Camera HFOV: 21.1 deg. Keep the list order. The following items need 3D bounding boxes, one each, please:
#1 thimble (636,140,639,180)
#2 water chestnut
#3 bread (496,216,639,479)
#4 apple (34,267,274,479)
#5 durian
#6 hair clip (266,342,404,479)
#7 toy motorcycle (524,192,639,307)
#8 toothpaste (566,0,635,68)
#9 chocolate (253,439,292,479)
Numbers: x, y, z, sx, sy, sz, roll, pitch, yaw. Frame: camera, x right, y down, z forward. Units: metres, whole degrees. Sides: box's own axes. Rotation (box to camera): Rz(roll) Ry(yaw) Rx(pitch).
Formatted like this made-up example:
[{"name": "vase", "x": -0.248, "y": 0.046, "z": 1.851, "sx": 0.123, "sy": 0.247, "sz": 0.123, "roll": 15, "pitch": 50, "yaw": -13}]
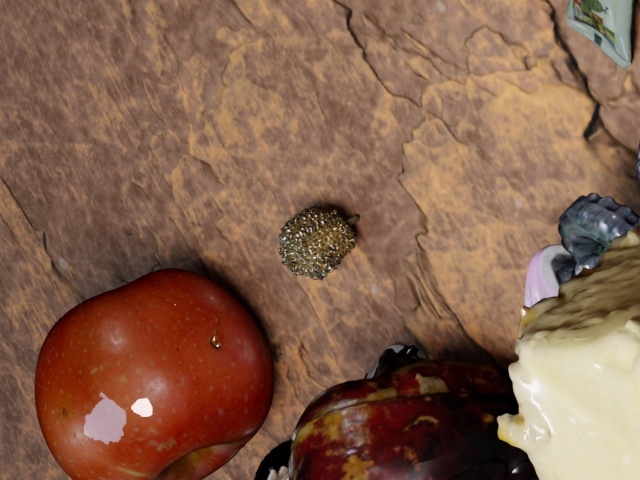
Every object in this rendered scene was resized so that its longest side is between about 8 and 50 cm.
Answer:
[{"name": "thimble", "x": 0.297, "y": -0.064, "z": 1.327, "sx": 0.095, "sy": 0.066, "sz": 0.104, "roll": 16, "pitch": 121, "yaw": 42}, {"name": "water chestnut", "x": 0.101, "y": 0.229, "z": 1.587, "sx": 0.244, "sy": 0.289, "sz": 0.289, "roll": 22, "pitch": 131, "yaw": 64}, {"name": "bread", "x": 0.364, "y": 0.133, "z": 1.115, "sx": 0.279, "sy": 0.371, "sz": 0.390, "roll": -23, "pitch": 98, "yaw": 51}, {"name": "apple", "x": -0.180, "y": 0.155, "z": 1.866, "sx": 0.216, "sy": 0.260, "sz": 0.260, "roll": 61, "pitch": 144, "yaw": 16}, {"name": "durian", "x": 0.000, "y": 0.000, "z": 1.709, "sx": 0.080, "sy": 0.091, "sz": 0.080, "roll": 59, "pitch": -178, "yaw": -4}, {"name": "hair clip", "x": 0.021, "y": 0.196, "z": 1.690, "sx": 0.034, "sy": 0.226, "sz": 0.072, "roll": 15, "pitch": 134, "yaw": 35}, {"name": "toy motorcycle", "x": 0.282, "y": 0.100, "z": 1.402, "sx": 0.327, "sy": 0.143, "sz": 0.188, "roll": 51, "pitch": 153, "yaw": -11}, {"name": "toothpaste", "x": 0.217, "y": -0.213, "z": 1.283, "sx": 0.067, "sy": 0.037, "sz": 0.255, "roll": 40, "pitch": 163, "yaw": 20}, {"name": "chocolate", "x": -0.009, "y": 0.295, "z": 1.880, "sx": 0.148, "sy": 0.125, "sz": 0.080, "roll": 11, "pitch": 138, "yaw": 41}]
